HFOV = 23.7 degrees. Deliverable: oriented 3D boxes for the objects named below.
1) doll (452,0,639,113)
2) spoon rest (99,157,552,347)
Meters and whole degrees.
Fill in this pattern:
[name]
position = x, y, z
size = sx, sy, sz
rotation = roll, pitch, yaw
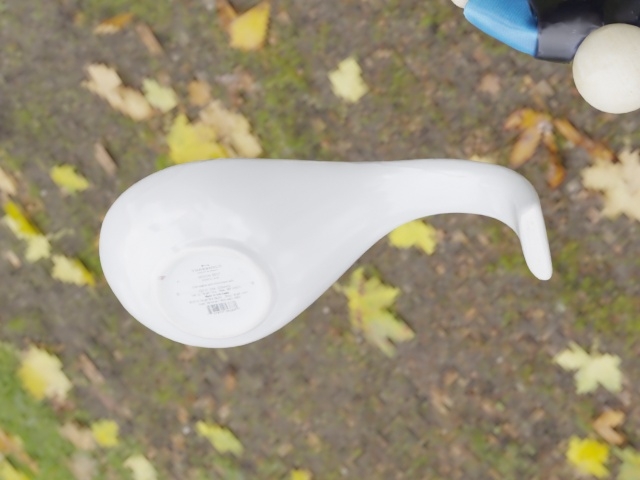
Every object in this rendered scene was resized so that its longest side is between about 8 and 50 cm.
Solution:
[doll]
position = 0.121, -0.122, 0.690
size = 0.129, 0.189, 0.046
rotation = -7, 128, 2
[spoon rest]
position = 0.000, 0.000, 0.936
size = 0.276, 0.084, 0.137
rotation = -7, 126, 11
